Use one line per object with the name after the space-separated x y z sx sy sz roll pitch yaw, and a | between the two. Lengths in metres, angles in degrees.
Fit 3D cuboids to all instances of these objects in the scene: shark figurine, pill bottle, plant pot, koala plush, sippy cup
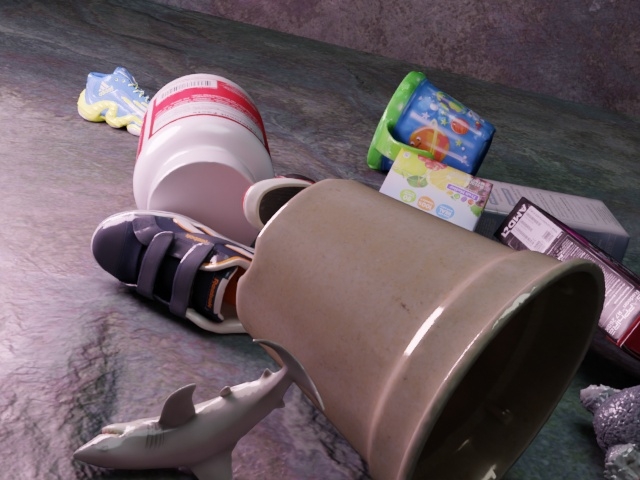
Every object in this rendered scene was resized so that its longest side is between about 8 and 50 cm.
-0.096 0.205 0.979 0.166 0.278 0.116 28 39 -62 | shark figurine
-0.195 -0.122 1.559 0.229 0.229 0.407 7 24 -11 | pill bottle
0.087 0.091 1.021 0.305 0.333 0.334 35 32 31 | plant pot
0.448 0.232 1.164 0.221 0.203 0.196 -10 36 3 | koala plush
0.253 -0.222 2.042 0.224 0.240 0.305 27 64 9 | sippy cup

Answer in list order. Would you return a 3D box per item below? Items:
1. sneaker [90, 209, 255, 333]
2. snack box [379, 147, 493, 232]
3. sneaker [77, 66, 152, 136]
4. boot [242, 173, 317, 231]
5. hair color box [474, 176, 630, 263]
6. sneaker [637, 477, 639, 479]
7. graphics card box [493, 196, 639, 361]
-0.181 0.044 1.312 0.321 0.126 0.127 15 17 3 | sneaker
0.175 -0.035 1.580 0.175 0.070 0.207 22 64 10 | snack box
-0.405 -0.300 2.000 0.240 0.126 0.091 12 23 2 | sneaker
-0.053 -0.057 1.331 0.176 0.088 0.244 24 12 40 | boot
0.365 -0.027 1.757 0.375 0.113 0.185 10 23 -5 | hair color box
0.431 0.308 0.989 0.221 0.128 0.087 9 24 -2 | sneaker
0.458 0.082 1.473 0.233 0.094 0.371 28 12 -29 | graphics card box
